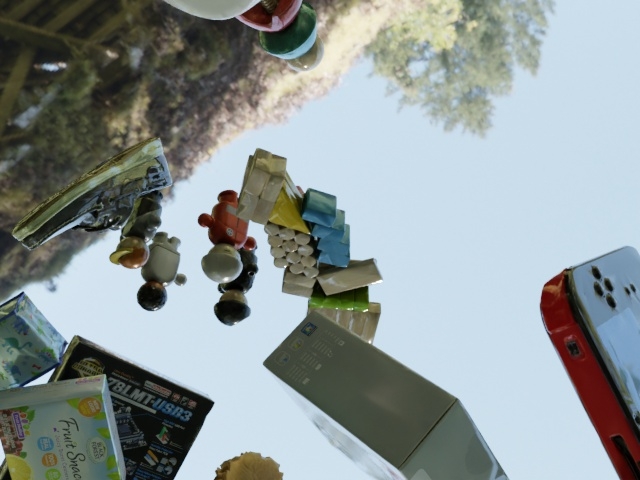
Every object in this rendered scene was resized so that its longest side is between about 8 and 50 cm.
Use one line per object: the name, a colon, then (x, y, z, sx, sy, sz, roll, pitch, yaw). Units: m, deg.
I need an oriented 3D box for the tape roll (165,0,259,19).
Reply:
tape roll: (-0.057, -0.281, 0.456, 0.169, 0.246, 0.246, -43, -138, -22)

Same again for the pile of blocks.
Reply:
pile of blocks: (0.000, 0.000, 1.065, 0.149, 0.362, 0.112, -13, -139, 13)

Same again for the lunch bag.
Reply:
lunch bag: (-0.528, 0.181, 1.310, 0.151, 0.128, 0.096, -32, -158, 5)

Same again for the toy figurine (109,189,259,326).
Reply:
toy figurine: (-0.201, 0.029, 1.189, 0.210, 0.213, 0.148, 5, -121, 2)

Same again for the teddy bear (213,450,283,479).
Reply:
teddy bear: (-0.114, 0.266, 0.441, 0.113, 0.245, 0.338, -46, -171, 35)

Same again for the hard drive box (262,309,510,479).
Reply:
hard drive box: (0.069, 0.196, 0.826, 0.089, 0.181, 0.232, -46, -143, -16)

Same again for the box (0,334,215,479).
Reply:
box: (-0.394, 0.368, 1.442, 0.293, 0.296, 0.073, -63, -155, -7)

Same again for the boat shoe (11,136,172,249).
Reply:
boat shoe: (-0.243, -0.045, 0.873, 0.080, 0.073, 0.223, -19, -161, 38)

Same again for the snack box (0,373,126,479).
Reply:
snack box: (-0.429, 0.337, 1.292, 0.175, 0.207, 0.070, -7, -156, -8)

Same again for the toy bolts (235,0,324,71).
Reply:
toy bolts: (0.007, -0.341, 1.059, 0.218, 0.158, 0.228, 21, -102, 30)

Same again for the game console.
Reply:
game console: (0.447, 0.198, 1.023, 0.060, 0.342, 0.386, -33, -104, 40)
